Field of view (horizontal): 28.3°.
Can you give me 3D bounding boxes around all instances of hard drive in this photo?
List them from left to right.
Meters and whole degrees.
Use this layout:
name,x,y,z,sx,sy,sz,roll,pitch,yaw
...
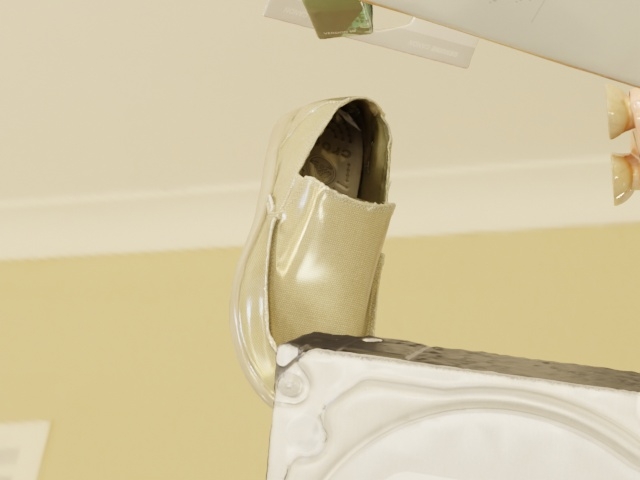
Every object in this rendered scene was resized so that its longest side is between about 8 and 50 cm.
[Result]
name,x,y,z,sx,sy,sz,roll,pitch,yaw
hard drive,0.135,0.179,0.590,0.339,0.236,0.064,7,5,16

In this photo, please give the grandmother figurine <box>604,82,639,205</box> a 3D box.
name,x,y,z,sx,sy,sz,roll,pitch,yaw
grandmother figurine,0.446,-0.117,1.198,0.342,0.104,0.207,-4,-68,13

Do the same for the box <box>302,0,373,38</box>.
name,x,y,z,sx,sy,sz,roll,pitch,yaw
box,-0.005,-0.317,0.970,0.058,0.232,0.322,-5,-11,9

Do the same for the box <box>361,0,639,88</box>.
name,x,y,z,sx,sy,sz,roll,pitch,yaw
box,0.089,-0.204,0.592,0.345,0.215,0.168,10,-61,-34

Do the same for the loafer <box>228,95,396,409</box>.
name,x,y,z,sx,sy,sz,roll,pitch,yaw
loafer,0.000,0.000,0.918,0.102,0.268,0.092,16,-33,-24

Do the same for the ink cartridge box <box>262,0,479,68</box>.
name,x,y,z,sx,sy,sz,roll,pitch,yaw
ink cartridge box,0.091,-0.352,1.436,0.296,0.066,0.261,9,-64,-32
